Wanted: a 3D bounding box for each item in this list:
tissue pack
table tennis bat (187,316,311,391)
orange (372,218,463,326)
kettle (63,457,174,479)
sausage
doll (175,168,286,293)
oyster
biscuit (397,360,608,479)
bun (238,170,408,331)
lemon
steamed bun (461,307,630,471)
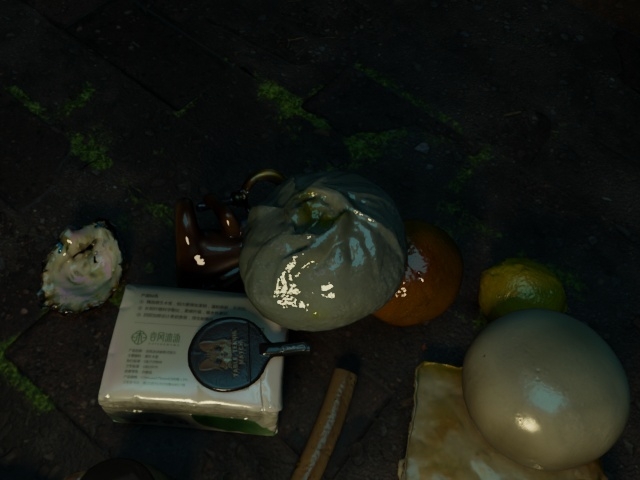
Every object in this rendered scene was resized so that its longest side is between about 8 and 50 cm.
[{"bbox_3d":[-0.244,0.248,1.200,0.356,0.194,0.266,6,60,-2],"label":"tissue pack"},{"bbox_3d":[-0.136,0.214,1.105,0.236,0.027,0.150,-4,60,-5],"label":"table tennis bat"},{"bbox_3d":[0.196,0.070,1.302,0.264,0.264,0.264,2,61,-3],"label":"orange"},{"bbox_3d":[-0.317,0.489,1.027,0.240,0.255,0.165,21,59,7],"label":"kettle"},{"bbox_3d":[0.004,0.410,1.202,0.065,0.066,0.301,21,63,8],"label":"sausage"},{"bbox_3d":[-0.190,0.000,1.360,0.339,0.209,0.318,-12,95,-8],"label":"doll"},{"bbox_3d":[-0.557,0.055,1.352,0.198,0.092,0.260,1,70,-3],"label":"oyster"},{"bbox_3d":[0.354,0.467,1.163,0.446,0.104,0.429,8,51,2],"label":"biscuit"},{"bbox_3d":[0.000,0.000,1.134,0.361,0.211,0.362,-10,47,11],"label":"bun"},{"bbox_3d":[0.466,0.128,1.330,0.193,0.180,0.181,-3,61,0],"label":"lemon"},{"bbox_3d":[0.441,0.278,1.128,0.324,0.206,0.324,4,43,-4],"label":"steamed bun"}]
